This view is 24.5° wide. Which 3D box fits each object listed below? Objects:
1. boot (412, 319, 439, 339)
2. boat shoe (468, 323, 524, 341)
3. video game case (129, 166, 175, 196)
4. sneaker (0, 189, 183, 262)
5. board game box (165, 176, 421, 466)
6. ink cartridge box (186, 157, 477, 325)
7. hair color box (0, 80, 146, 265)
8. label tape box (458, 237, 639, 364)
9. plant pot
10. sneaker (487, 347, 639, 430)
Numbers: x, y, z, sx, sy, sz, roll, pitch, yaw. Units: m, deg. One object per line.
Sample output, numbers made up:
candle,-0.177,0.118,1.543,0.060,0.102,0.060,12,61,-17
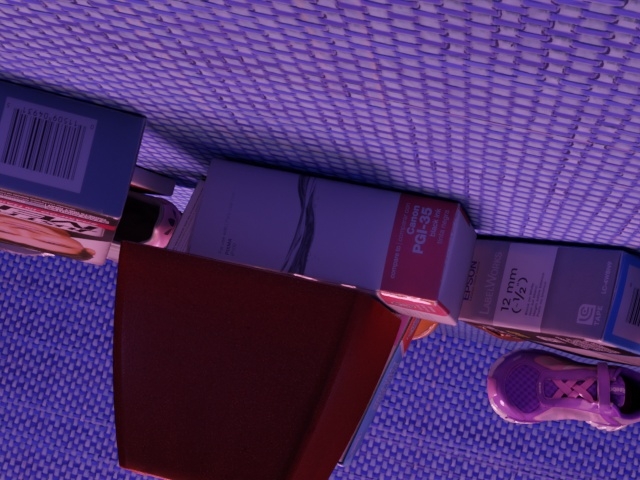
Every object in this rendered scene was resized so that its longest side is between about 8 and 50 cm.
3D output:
boot,0.110,0.081,2.036,0.283,0.109,0.220,-5,173,40
boat shoe,0.287,0.120,2.375,0.207,0.073,0.073,16,176,-26
video game case,-0.354,-0.102,1.928,0.204,0.025,0.285,19,172,-43
sneaker,-0.321,-0.039,1.915,0.319,0.112,0.131,7,158,8
board game box,-0.055,0.097,1.790,0.317,0.242,0.064,26,178,12
ink cartridge box,0.018,0.003,1.644,0.283,0.117,0.207,12,174,13
hair color box,-0.305,-0.066,1.610,0.185,0.113,0.374,14,170,-8
label tape box,0.296,0.078,1.778,0.249,0.115,0.348,18,171,-39
plant pot,-0.082,0.158,1.608,0.267,0.235,0.267,11,173,14
sneaker,0.320,0.184,1.814,0.236,0.095,0.104,9,171,-25
